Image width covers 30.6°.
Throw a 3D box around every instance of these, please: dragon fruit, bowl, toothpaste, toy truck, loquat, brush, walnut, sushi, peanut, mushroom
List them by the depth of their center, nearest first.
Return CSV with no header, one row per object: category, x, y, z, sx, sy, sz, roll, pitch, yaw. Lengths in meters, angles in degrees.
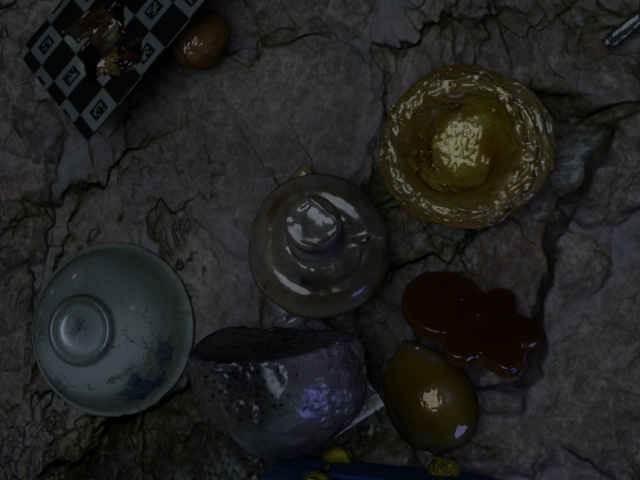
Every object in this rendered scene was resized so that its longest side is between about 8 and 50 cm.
brush,0.588,-0.409,1.865,0.323,0.051,0.070,-38,81,9
dragon fruit,-0.080,0.257,1.874,0.283,0.221,0.204,-2,99,23
loquat,0.174,0.251,1.876,0.152,0.152,0.195,-19,79,12
mushroom,0.000,0.000,1.886,0.243,0.243,0.243,-1,86,14
toy truck,0.094,0.437,1.888,0.385,0.161,0.162,2,99,13
toothpaste,-0.013,0.189,1.977,0.099,0.068,0.282,-35,85,37
peanut,-0.039,-0.091,2.007,0.037,0.037,0.083,31,92,14
bowl,-0.386,0.154,2.022,0.313,0.146,0.313,-1,87,12
walnut,-0.210,-0.348,2.024,0.105,0.124,0.105,7,123,12
sushi,-0.340,-0.375,2.055,0.359,0.064,0.343,-49,48,7

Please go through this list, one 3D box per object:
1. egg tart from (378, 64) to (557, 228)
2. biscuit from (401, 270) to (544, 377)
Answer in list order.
egg tart,0.239,-0.149,1.902,0.288,0.118,0.288,-1,84,15
biscuit,0.239,0.130,1.883,0.236,0.039,0.180,32,54,24
